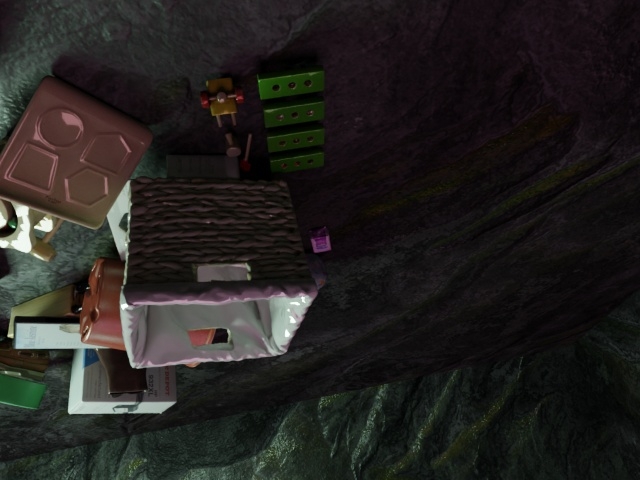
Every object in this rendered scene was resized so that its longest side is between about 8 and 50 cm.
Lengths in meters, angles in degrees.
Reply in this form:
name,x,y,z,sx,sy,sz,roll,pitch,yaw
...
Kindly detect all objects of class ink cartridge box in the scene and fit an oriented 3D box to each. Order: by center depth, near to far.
name,x,y,z,sx,sy,sz,roll,pitch,yaw
ink cartridge box,-0.309,-0.062,1.048,0.261,0.066,0.296,-3,148,-14
ink cartridge box,-0.649,0.447,1.633,0.307,0.223,0.129,16,139,-39

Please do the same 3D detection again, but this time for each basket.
name,x,y,z,sx,sy,sz,roll,pitch,yaw
basket,-0.217,0.073,0.981,0.328,0.266,0.331,-1,147,-19

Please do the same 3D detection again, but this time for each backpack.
name,x,y,z,sx,sy,sz,roll,pitch,yaw
backpack,-0.072,0.104,1.342,0.182,0.152,0.115,-4,160,-37

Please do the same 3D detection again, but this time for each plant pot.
name,x,y,z,sx,sy,sz,roll,pitch,yaw
plant pot,-0.420,0.161,1.192,0.265,0.272,0.272,13,142,-32

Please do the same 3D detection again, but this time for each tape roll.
name,x,y,z,sx,sy,sz,roll,pitch,yaw
tape roll,-1.025,0.442,1.515,0.321,0.077,0.321,12,157,5

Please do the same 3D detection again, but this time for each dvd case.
name,x,y,z,sx,sy,sz,roll,pitch,yaw
dvd case,-0.675,0.249,1.313,0.253,0.022,0.180,7,146,-29

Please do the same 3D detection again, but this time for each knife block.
name,x,y,z,sx,sy,sz,roll,pitch,yaw
knife block,-0.671,0.174,1.300,0.276,0.088,0.242,4,146,-25

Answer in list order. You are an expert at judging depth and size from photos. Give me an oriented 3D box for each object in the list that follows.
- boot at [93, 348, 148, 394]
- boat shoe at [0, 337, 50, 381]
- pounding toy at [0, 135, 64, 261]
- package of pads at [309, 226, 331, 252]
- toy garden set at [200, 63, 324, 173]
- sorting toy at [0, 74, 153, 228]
name,x,y,z,sx,sy,sz,roll,pitch,yaw
boot,-0.648,0.366,1.512,0.248,0.206,0.090,15,141,-37
boat shoe,-0.945,0.340,1.474,0.111,0.104,0.307,5,155,12
pounding toy,-0.568,-0.082,0.923,0.154,0.155,0.269,25,131,-5
package of pads,0.000,0.000,1.297,0.050,0.032,0.083,-14,150,-2
toy garden set,-0.097,-0.213,0.890,0.204,0.049,0.244,-10,151,-6
sorting toy,-0.412,-0.139,0.821,0.193,0.038,0.208,26,97,-47
